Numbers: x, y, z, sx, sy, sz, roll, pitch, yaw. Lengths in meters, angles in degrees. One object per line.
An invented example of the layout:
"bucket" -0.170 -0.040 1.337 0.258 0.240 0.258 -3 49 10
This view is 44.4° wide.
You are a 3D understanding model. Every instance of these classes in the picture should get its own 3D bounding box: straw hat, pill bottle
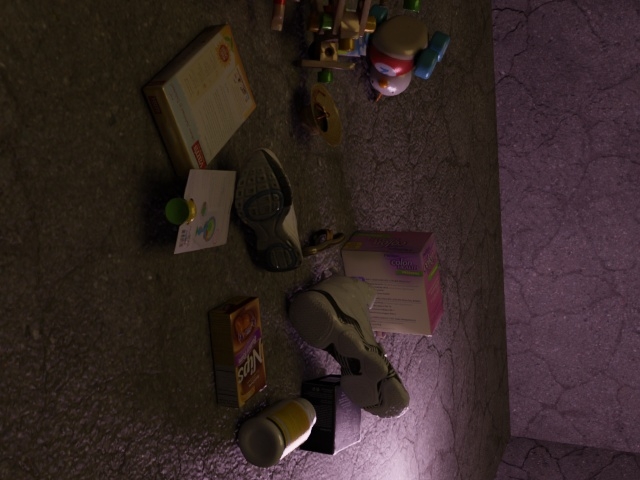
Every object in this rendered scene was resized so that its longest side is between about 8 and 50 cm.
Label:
"straw hat" -0.011 -0.271 1.747 0.144 0.061 0.145 38 45 -51
"pill bottle" -0.081 0.384 1.601 0.184 0.103 0.103 -16 106 -63

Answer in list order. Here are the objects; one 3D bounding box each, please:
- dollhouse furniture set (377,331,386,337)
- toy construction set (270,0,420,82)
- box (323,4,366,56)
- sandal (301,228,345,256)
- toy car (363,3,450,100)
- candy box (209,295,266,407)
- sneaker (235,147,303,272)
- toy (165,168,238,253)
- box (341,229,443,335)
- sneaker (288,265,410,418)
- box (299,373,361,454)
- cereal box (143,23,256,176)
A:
"dollhouse furniture set" 0.206 0.207 2.215 0.091 0.081 0.114 -44 130 -56
"toy construction set" 0.006 -0.445 1.630 0.308 0.257 0.237 -5 110 -44
"box" 0.050 -0.493 1.855 0.178 0.042 0.109 -17 111 -57
"sandal" 0.000 0.000 1.800 0.180 0.072 0.049 -21 89 -58
"toy car" 0.185 -0.450 2.049 0.210 0.219 0.238 -57 169 -47
"candy box" -0.156 0.210 1.493 0.109 0.053 0.187 -30 120 -61
"sneaker" -0.102 -0.069 1.536 0.297 0.110 0.129 83 2 -47
"toy" -0.209 -0.057 1.339 0.237 0.056 0.137 -25 127 -79
"box" 0.189 0.107 2.018 0.117 0.213 0.243 -49 134 -52
"sneaker" 0.094 0.223 1.799 0.366 0.137 0.210 49 33 -9
"box" 0.026 0.404 1.839 0.156 0.093 0.159 4 87 -64
"cereal box" -0.203 -0.246 1.362 0.240 0.047 0.173 -59 142 -45
